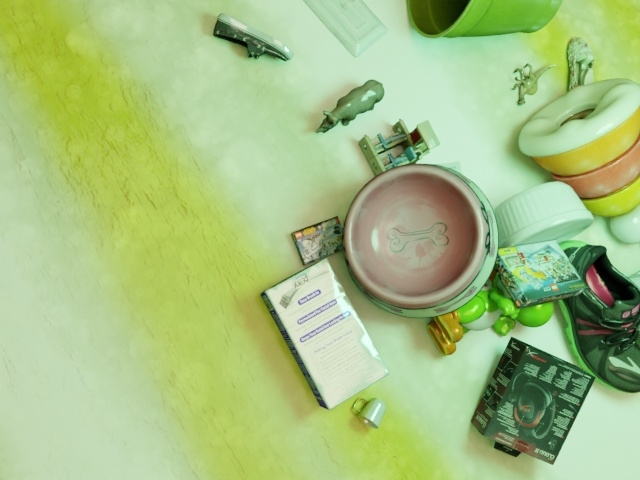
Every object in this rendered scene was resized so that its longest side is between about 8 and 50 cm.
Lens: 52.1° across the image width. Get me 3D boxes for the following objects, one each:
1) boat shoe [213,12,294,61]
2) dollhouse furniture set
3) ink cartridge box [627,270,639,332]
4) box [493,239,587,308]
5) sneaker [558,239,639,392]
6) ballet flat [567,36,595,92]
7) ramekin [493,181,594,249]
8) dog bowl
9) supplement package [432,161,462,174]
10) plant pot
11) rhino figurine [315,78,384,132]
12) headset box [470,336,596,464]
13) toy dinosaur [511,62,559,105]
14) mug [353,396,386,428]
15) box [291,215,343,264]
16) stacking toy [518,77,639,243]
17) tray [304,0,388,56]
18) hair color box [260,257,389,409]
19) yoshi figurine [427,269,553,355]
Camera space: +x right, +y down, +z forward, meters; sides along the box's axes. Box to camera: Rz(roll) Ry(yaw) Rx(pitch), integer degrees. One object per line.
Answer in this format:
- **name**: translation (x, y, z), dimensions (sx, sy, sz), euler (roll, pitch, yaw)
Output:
- **boat shoe**: translation (-0.187, -0.537, 1.791), dimensions (0.228, 0.080, 0.076), euler (26, 93, -11)
- **dollhouse furniture set**: translation (0.209, -0.264, 1.777), dimensions (0.129, 0.183, 0.129), euler (-27, 87, -17)
- **ink cartridge box**: translation (1.005, 0.214, 1.886), dimensions (0.201, 0.117, 0.278), euler (-15, 83, -42)
- **box**: translation (0.571, 0.086, 1.721), dimensions (0.233, 0.044, 0.159), euler (-7, 58, -30)
- **sneaker**: translation (0.796, 0.221, 1.810), dimensions (0.185, 0.202, 0.483), euler (-34, 97, -23)
- **ballet flat**: translation (0.818, -0.530, 2.029), dimensions (0.091, 0.077, 0.241), euler (5, 78, -12)
- **ramekin**: translation (0.596, -0.056, 1.802), dimensions (0.272, 0.273, 0.127), euler (-13, 70, -15)
- **dog bowl**: translation (0.239, -0.008, 1.642), dimensions (0.407, 0.150, 0.408), euler (-1, 84, 14)
- **supplement package**: translation (0.319, -0.078, 1.797), dimensions (0.139, 0.134, 0.244), euler (-7, 82, -14)
- **plant pot**: translation (0.492, -0.740, 1.874), dimensions (0.352, 0.366, 0.367), euler (2, 79, -26)
- **rhino figurine**: translation (0.078, -0.365, 1.804), dimensions (0.243, 0.106, 0.073), euler (-36, 89, -17)
- **headset box**: translation (0.556, 0.439, 1.746), dimensions (0.218, 0.110, 0.293), euler (24, 93, -8)
- **toy dinosaur**: translation (0.640, -0.493, 2.002), dimensions (0.092, 0.053, 0.183), euler (43, 80, -19)
- **mug**: translation (0.133, 0.440, 1.700), dimensions (0.078, 0.062, 0.064), euler (40, 66, -11)
- **box**: translation (0.000, 0.000, 1.761), dimensions (0.137, 0.027, 0.094), euler (-20, 87, -16)
- **stacking toy**: translation (0.826, -0.191, 1.902), dimensions (0.350, 0.350, 0.480), euler (-41, 110, -17)
- **tray**: translation (0.065, -0.674, 1.897), dimensions (0.145, 0.030, 0.270), euler (-43, 92, -18)
- **hair color box**: translation (0.008, 0.238, 1.680), dimensions (0.185, 0.110, 0.339), euler (-28, 89, -15)
- **yoshi figurine**: translation (0.484, 0.197, 1.763), dimensions (0.362, 0.203, 0.203), euler (-26, 113, -14)
